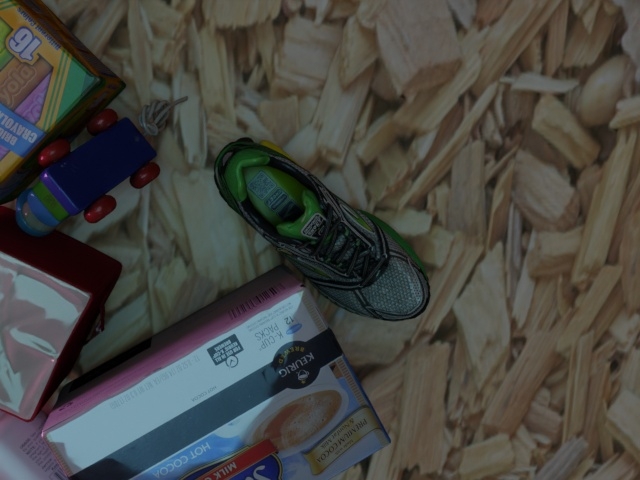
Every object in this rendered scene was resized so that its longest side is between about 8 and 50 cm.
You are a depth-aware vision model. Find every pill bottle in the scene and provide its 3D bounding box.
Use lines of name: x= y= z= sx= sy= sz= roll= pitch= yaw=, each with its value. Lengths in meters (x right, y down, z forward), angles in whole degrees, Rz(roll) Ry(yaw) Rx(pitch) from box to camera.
pill bottle: x=-0.409 y=0.289 z=1.118 sx=0.131 sy=0.131 sz=0.229 roll=-42 pitch=100 yaw=3

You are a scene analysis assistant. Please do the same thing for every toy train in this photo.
toy train: x=-0.277 y=-0.099 z=1.077 sx=0.143 sy=0.248 sz=0.105 roll=-28 pitch=104 yaw=42

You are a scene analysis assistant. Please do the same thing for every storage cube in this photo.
storage cube: x=-0.386 y=0.084 z=1.055 sx=0.215 sy=0.193 sz=0.183 roll=27 pitch=97 yaw=-7

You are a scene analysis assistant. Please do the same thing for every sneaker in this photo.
sneaker: x=0.000 y=0.000 z=1.092 sx=0.344 sy=0.146 sz=0.134 roll=35 pitch=95 yaw=-9

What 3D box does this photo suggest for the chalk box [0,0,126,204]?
chalk box: x=-0.414 y=-0.153 z=1.022 sx=0.179 sy=0.180 sz=0.289 roll=44 pitch=95 yaw=-9

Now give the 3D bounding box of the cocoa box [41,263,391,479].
cocoa box: x=-0.130 y=0.219 z=1.057 sx=0.347 sy=0.231 sz=0.227 roll=-29 pitch=99 yaw=-7
